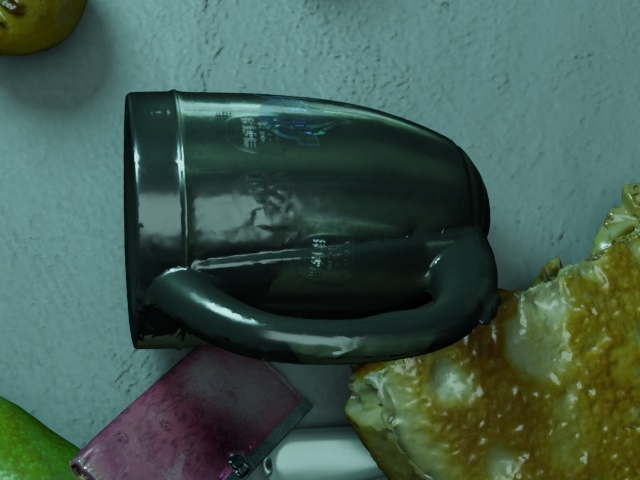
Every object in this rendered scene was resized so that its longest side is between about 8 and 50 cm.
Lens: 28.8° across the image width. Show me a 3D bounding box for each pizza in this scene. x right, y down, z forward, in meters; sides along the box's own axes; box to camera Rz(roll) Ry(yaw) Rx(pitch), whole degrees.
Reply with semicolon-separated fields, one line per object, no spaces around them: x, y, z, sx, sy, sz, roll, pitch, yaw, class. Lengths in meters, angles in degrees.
0.262;0.131;1.178;0.440;0.130;0.406;35;76;-15;pizza

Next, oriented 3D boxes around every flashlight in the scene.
0.044;0.202;1.193;0.200;0.047;0.093;-7;87;-4;flashlight

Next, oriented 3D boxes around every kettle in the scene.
0.000;0.000;1.076;0.324;0.321;0.228;-2;121;-11;kettle

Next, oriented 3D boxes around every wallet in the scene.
-0.110;0.172;1.110;0.119;0.025;0.232;42;41;5;wallet

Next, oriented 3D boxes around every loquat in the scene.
-0.283;-0.236;1.131;0.141;0.141;0.141;0;88;-6;loquat

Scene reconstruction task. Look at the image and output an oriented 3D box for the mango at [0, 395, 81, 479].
-0.244;0.284;1.085;0.225;0.201;0.382;-39;80;2;mango
